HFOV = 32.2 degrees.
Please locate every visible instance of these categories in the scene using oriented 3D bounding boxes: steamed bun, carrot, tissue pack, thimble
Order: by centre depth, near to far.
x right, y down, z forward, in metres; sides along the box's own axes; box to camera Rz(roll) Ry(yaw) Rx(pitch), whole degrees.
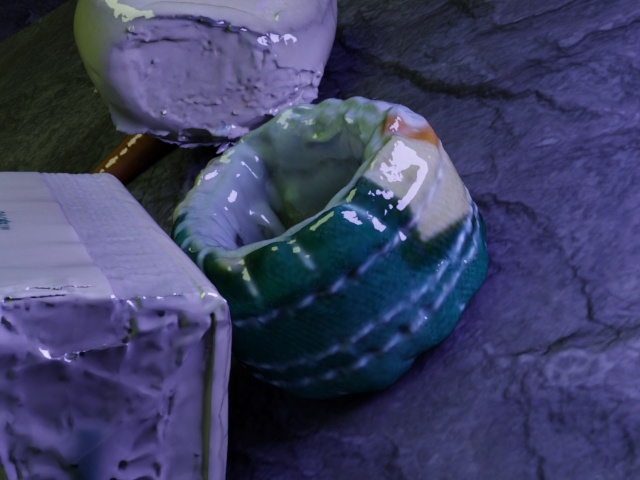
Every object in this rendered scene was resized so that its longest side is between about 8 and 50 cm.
[{"bbox_3d":[-0.214,0.122,0.883,0.207,0.297,0.380,-2,15,-22],"label":"tissue pack"},{"bbox_3d":[0.000,0.000,0.969,0.254,0.167,0.288,-45,29,-17],"label":"thimble"},{"bbox_3d":[-0.148,-0.270,1.475,0.334,0.233,0.312,12,42,2],"label":"steamed bun"},{"bbox_3d":[-0.255,-0.145,1.613,0.336,0.069,0.069,-40,27,0],"label":"carrot"}]
